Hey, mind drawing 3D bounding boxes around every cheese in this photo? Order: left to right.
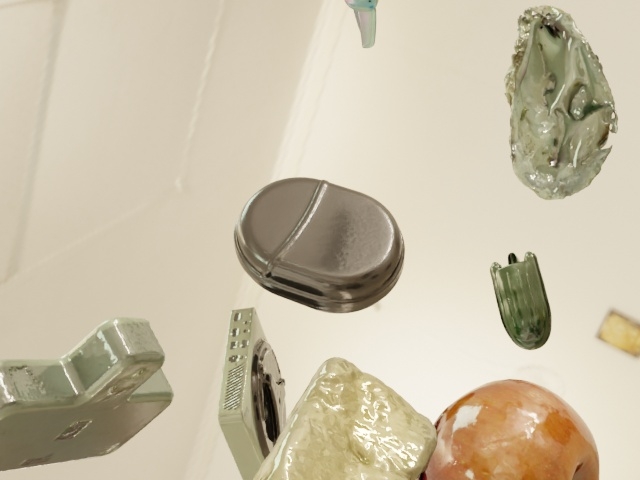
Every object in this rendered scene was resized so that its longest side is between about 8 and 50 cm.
[{"bbox_3d":[0.021,0.248,1.059,0.263,0.159,0.093,-55,-8,-51],"label":"cheese"}]

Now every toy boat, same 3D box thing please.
[{"bbox_3d":[0.409,0.120,2.055,0.052,0.104,0.210,37,-142,-60],"label":"toy boat"}]

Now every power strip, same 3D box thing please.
[{"bbox_3d":[-0.236,0.147,0.977,0.193,0.059,0.265,-40,-22,18],"label":"power strip"}]

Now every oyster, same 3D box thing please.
[{"bbox_3d":[0.305,-0.189,1.359,0.199,0.252,0.087,-35,-16,0],"label":"oyster"}]

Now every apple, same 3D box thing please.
[{"bbox_3d":[0.263,0.317,1.361,0.251,0.206,0.272,-37,-55,-33],"label":"apple"}]

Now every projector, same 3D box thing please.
[{"bbox_3d":[-0.111,0.292,1.810,0.257,0.079,0.259,-88,-13,-47],"label":"projector"}]

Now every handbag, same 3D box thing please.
[{"bbox_3d":[0.000,-0.001,1.791,0.093,0.308,0.254,95,-162,-54],"label":"handbag"}]

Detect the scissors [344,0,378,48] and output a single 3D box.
[{"bbox_3d":[0.067,-0.392,1.607,0.256,0.125,0.030,74,-152,-63],"label":"scissors"}]
